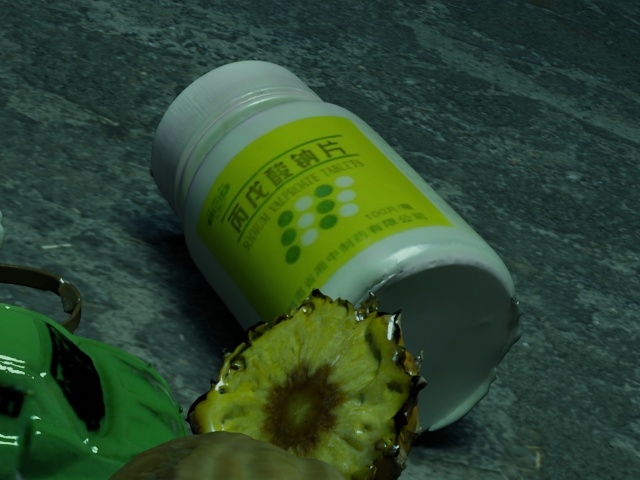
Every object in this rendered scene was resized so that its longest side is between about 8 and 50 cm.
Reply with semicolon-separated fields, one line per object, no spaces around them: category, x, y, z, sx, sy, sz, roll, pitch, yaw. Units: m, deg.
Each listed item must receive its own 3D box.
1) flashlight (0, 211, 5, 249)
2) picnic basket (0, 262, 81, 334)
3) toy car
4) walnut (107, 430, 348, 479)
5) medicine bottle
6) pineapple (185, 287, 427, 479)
flashlight;-0.364;0.009;1.405;0.093;0.047;0.200;27;31;20
picnic basket;-0.281;0.053;1.265;0.178;0.138;0.128;6;28;-9
toy car;-0.261;0.123;1.109;0.359;0.176;0.213;9;29;-16
walnut;-0.059;0.238;0.976;0.225;0.225;0.261;14;33;-6
medicine bottle;0.000;0.000;1.448;0.213;0.213;0.378;-1;32;-32
pineapple;-0.004;0.138;1.185;0.076;0.225;0.225;46;3;-42
